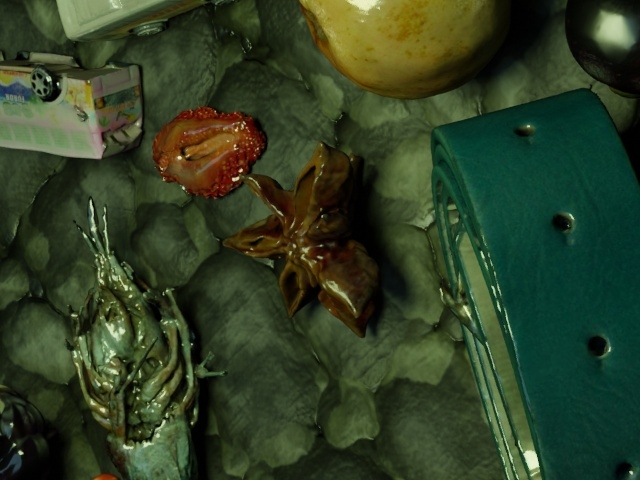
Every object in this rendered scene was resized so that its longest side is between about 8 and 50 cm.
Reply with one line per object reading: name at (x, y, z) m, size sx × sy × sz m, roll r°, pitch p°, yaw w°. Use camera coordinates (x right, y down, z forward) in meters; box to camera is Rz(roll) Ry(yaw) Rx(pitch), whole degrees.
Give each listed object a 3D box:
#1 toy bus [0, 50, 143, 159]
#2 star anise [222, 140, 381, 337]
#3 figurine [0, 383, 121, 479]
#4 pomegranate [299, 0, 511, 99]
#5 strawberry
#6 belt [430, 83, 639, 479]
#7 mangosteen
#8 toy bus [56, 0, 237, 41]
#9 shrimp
toy bus at (-0.327, -0.161, 2.040) m, size 0.274 × 0.090 × 0.112 m, roll 9°, pitch 114°, yaw 39°
star anise at (0.000, 0.005, 1.792) m, size 0.212 × 0.111 × 0.196 m, roll -46°, pitch 64°, yaw 44°
figurine at (-0.349, 0.349, 2.090) m, size 0.412 × 0.241 × 0.306 m, roll 44°, pitch 105°, yaw 38°
pomegranate at (0.078, -0.230, 1.617) m, size 0.207 × 0.207 × 0.207 m, roll 9°, pitch 105°, yaw 38°
strawberry at (-0.126, -0.096, 1.914) m, size 0.152 × 0.048 × 0.104 m, roll -26°, pitch 86°, yaw 43°
belt at (0.211, 0.095, 1.499) m, size 0.173 × 0.300 × 0.436 m, roll -18°, pitch 86°, yaw -1°
mangosteen at (0.276, -0.177, 1.525) m, size 0.137 × 0.137 × 0.151 m, roll 24°, pitch 149°, yaw 34°
toy bus at (-0.170, -0.277, 1.875) m, size 0.268 × 0.106 × 0.092 m, roll -14°, pitch 89°, yaw 40°
shrimp at (-0.187, 0.131, 1.971) m, size 0.172 × 0.137 × 0.372 m, roll -11°, pitch 103°, yaw 4°
